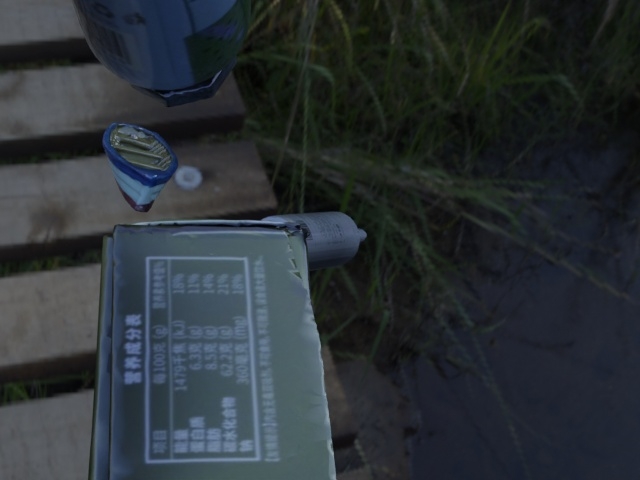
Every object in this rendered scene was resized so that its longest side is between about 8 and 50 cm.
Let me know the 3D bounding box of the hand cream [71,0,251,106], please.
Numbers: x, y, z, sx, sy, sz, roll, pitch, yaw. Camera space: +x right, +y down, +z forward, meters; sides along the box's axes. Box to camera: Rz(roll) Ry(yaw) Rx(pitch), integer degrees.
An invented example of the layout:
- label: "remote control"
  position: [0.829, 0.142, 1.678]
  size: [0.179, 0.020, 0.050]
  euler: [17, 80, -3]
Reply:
- label: "hand cream"
  position: [-0.053, -0.101, 0.287]
  size: [0.055, 0.256, 0.088]
  euler: [-26, 73, -5]

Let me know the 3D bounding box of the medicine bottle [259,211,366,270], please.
- label: "medicine bottle"
  position: [0.000, 0.000, 1.176]
  size: [0.057, 0.058, 0.199]
  euler: [48, 22, 16]

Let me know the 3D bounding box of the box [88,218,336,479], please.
- label: "box"
  position: [-0.075, 0.258, 0.727]
  size: [0.138, 0.373, 0.420]
  euler: [2, 51, -9]

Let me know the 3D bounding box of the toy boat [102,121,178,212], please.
- label: "toy boat"
  position: [-0.188, -0.078, 1.217]
  size: [0.080, 0.046, 0.229]
  euler: [13, 16, -18]
